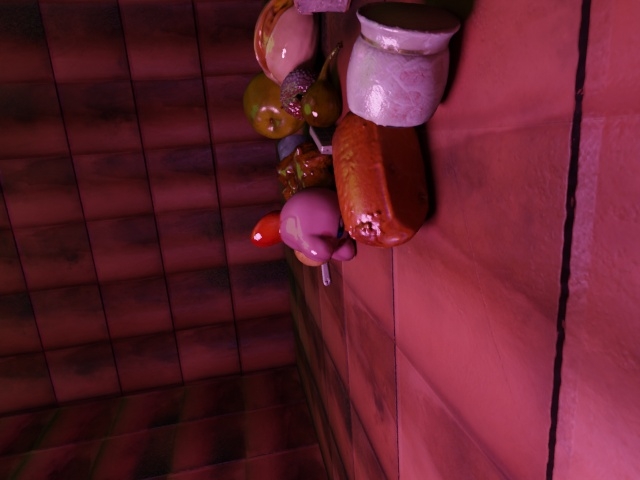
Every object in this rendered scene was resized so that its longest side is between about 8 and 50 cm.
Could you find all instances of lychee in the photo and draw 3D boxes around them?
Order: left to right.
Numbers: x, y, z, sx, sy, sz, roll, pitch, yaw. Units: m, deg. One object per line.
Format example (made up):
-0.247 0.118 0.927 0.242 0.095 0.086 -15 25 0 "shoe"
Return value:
-0.054 -0.467 1.315 0.197 0.165 0.165 -53 -30 -50 "lychee"

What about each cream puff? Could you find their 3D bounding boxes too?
-0.047 -0.222 1.446 0.269 0.155 0.240 0 96 51 "cream puff"

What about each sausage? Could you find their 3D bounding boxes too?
0.103 -0.118 0.734 0.141 0.153 0.267 -21 75 60 "sausage"

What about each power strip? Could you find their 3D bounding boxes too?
0.023 -0.310 1.255 0.226 0.080 0.029 -112 23 -53 "power strip"

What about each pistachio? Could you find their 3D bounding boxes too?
-0.104 -0.657 1.377 0.229 0.230 0.308 -109 26 -49 "pistachio"

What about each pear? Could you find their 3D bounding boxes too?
-0.173 -0.560 1.658 0.294 0.295 0.294 173 90 -80 "pear"

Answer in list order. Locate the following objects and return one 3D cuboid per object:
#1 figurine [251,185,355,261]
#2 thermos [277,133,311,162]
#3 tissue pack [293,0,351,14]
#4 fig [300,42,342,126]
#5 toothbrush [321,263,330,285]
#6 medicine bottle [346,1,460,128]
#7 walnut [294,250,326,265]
-0.026 -0.059 1.228 0.262 0.270 0.211 14 96 36 "figurine"
-0.082 -0.273 1.680 0.182 0.145 0.286 81 177 -71 "thermos"
-0.044 -0.724 0.951 0.238 0.239 0.305 114 148 -70 "tissue pack"
0.011 -0.443 1.176 0.124 0.124 0.236 -113 30 -57 "fig"
-0.002 0.002 1.701 0.040 0.040 0.385 115 148 -71 "toothbrush"
0.115 -0.260 0.598 0.147 0.148 0.143 -108 16 -46 "medicine bottle"
-0.023 0.006 1.498 0.197 0.165 0.165 103 158 -47 "walnut"
